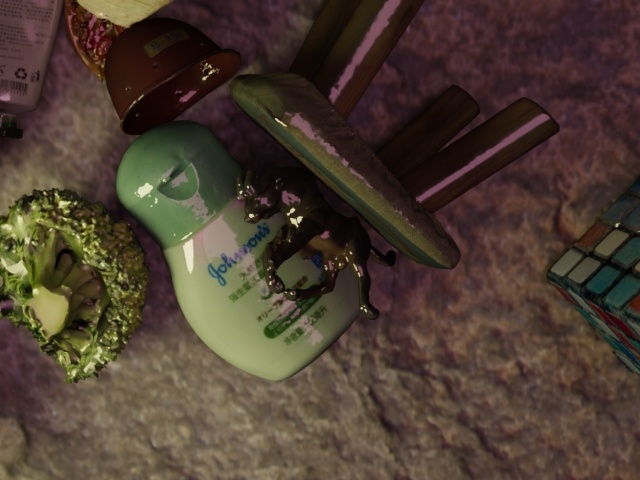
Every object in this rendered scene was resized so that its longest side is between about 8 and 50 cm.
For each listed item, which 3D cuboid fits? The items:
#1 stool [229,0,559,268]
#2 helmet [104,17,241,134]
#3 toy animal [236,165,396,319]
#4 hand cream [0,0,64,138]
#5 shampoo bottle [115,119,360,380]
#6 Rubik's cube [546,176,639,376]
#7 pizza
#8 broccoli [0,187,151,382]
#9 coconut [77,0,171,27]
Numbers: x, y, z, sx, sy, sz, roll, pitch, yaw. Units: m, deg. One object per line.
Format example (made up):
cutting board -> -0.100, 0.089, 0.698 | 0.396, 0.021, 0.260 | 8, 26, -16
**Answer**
stool -> 0.077, -0.150, 1.100 | 0.310, 0.310, 0.226 | 40, 92, -19
helmet -> -0.192, -0.218, 1.128 | 0.175, 0.155, 0.106 | -30, 84, -19
toy animal -> 0.000, 0.000, 1.103 | 0.233, 0.084, 0.148 | 27, 67, -23
hand cream -> -0.364, -0.292, 1.114 | 0.121, 0.076, 0.335 | 7, 94, -18
shampoo bottle -> -0.113, 0.001, 1.177 | 0.222, 0.151, 0.349 | -41, 106, -3
Rubik's cube -> 0.541, 0.071, 1.249 | 0.293, 0.287, 0.292 | -43, 107, 0
pizza -> -0.276, -0.260, 1.139 | 0.099, 0.029, 0.100 | 36, 91, -29
broccoli -> -0.309, 0.060, 1.138 | 0.198, 0.176, 0.226 | 13, 81, 6
coconut -> -0.162, -0.452, 0.950 | 0.405, 0.404, 0.404 | -2, 103, -11
